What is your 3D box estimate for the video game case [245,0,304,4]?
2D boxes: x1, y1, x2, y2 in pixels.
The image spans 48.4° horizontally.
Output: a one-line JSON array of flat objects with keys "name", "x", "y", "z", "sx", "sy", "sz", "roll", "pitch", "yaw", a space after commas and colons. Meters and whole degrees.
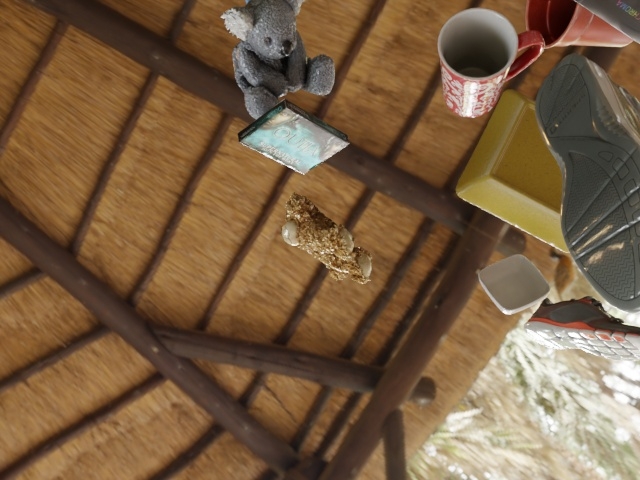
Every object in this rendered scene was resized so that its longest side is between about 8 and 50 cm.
[{"name": "video game case", "x": -0.104, "y": -0.664, "z": 1.610, "sx": 0.061, "sy": 0.244, "sz": 0.270, "roll": -30, "pitch": -76, "yaw": -44}]

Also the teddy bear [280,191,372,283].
[{"name": "teddy bear", "x": 0.000, "y": 0.000, "z": 1.737, "sx": 0.113, "sy": 0.338, "sz": 0.245, "roll": -47, "pitch": -37, "yaw": -5}]

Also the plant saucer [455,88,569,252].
[{"name": "plant saucer", "x": 0.554, "y": -0.189, "z": 1.767, "sx": 0.333, "sy": 0.332, "sz": 0.081, "roll": -61, "pitch": -3, "yaw": -13}]

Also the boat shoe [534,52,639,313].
[{"name": "boat shoe", "x": 0.312, "y": -0.065, "z": 0.737, "sx": 0.103, "sy": 0.320, "sz": 0.118, "roll": 15, "pitch": -44, "yaw": -21}]

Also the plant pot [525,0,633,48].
[{"name": "plant pot", "x": 0.792, "y": -0.688, "z": 2.091, "sx": 0.265, "sy": 0.272, "sz": 0.272, "roll": 2, "pitch": -60, "yaw": -17}]

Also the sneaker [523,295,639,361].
[{"name": "sneaker", "x": 0.301, "y": 0.088, "z": 0.787, "sx": 0.061, "sy": 0.158, "sz": 0.065, "roll": 45, "pitch": -115, "yaw": -34}]

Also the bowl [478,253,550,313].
[{"name": "bowl", "x": 0.473, "y": 0.114, "z": 1.743, "sx": 0.142, "sy": 0.142, "sz": 0.053, "roll": -23, "pitch": -40, "yaw": -10}]

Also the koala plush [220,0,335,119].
[{"name": "koala plush", "x": -0.098, "y": -0.391, "z": 1.385, "sx": 0.196, "sy": 0.203, "sz": 0.221, "roll": -27, "pitch": -28, "yaw": -10}]

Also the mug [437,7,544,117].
[{"name": "mug", "x": 0.253, "y": -0.257, "z": 1.088, "sx": 0.169, "sy": 0.150, "sz": 0.113, "roll": 59, "pitch": -134, "yaw": -75}]

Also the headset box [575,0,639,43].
[{"name": "headset box", "x": 0.515, "y": -0.457, "z": 1.188, "sx": 0.246, "sy": 0.283, "sz": 0.131, "roll": 22, "pitch": -47, "yaw": -24}]

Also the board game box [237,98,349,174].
[{"name": "board game box", "x": -0.049, "y": -0.196, "z": 1.370, "sx": 0.126, "sy": 0.026, "sz": 0.186, "roll": -31, "pitch": -33, "yaw": 31}]
